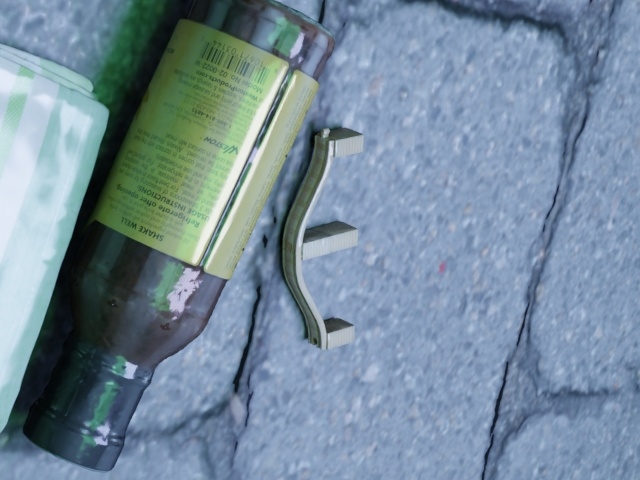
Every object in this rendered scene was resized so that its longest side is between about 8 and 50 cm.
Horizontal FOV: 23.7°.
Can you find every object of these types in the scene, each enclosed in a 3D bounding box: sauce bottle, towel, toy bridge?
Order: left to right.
[{"bbox_3d":[-0.286,-0.032,0.919,0.325,0.038,0.248,23,83,-46],"label":"towel"},{"bbox_3d":[-0.107,-0.008,1.060,0.111,0.111,0.344,26,90,-45],"label":"sauce bottle"},{"bbox_3d":[0.000,0.000,1.218,0.063,0.026,0.188,-15,117,-36],"label":"toy bridge"}]
